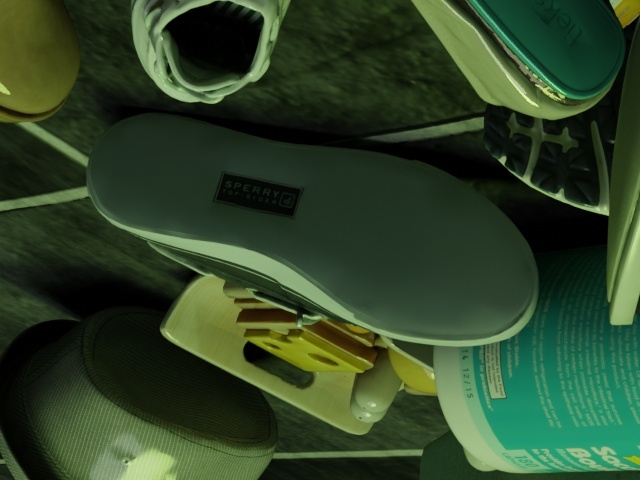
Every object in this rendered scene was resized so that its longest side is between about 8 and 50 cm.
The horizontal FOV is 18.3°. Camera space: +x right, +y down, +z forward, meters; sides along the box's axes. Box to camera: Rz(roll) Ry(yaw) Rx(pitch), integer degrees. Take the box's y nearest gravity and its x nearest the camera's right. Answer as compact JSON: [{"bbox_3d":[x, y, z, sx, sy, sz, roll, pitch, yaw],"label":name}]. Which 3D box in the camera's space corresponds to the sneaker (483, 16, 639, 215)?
[{"bbox_3d":[0.224,-0.038,1.025,0.283,0.110,0.122,7,160,22],"label":"sneaker"}]

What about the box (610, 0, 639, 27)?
[{"bbox_3d":[0.096,-0.143,0.966,0.136,0.028,0.081,22,157,-9],"label":"box"}]

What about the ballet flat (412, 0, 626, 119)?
[{"bbox_3d":[0.043,-0.151,0.881,0.086,0.086,0.248,-8,128,46],"label":"ballet flat"}]

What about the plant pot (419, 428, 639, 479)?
[{"bbox_3d":[0.239,0.235,1.501,0.247,0.248,0.252,24,136,-18],"label":"plant pot"}]

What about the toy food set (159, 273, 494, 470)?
[{"bbox_3d":[0.041,0.103,1.473,0.220,0.092,0.306,30,162,-30],"label":"toy food set"}]

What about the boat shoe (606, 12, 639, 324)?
[{"bbox_3d":[0.194,-0.086,0.842,0.113,0.127,0.340,6,130,1],"label":"boat shoe"}]

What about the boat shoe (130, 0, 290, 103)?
[{"bbox_3d":[-0.066,-0.115,1.078,0.083,0.075,0.226,19,158,-6],"label":"boat shoe"}]

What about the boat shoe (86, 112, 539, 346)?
[{"bbox_3d":[-0.002,0.004,1.276,0.306,0.113,0.105,12,164,18],"label":"boat shoe"}]

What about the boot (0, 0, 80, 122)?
[{"bbox_3d":[-0.116,-0.155,0.968,0.269,0.089,0.236,-3,140,38],"label":"boot"}]

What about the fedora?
[{"bbox_3d":[-0.133,0.150,1.633,0.275,0.243,0.124,34,124,-20],"label":"fedora"}]

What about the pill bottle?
[{"bbox_3d":[0.209,0.071,1.242,0.146,0.146,0.264,33,153,-35],"label":"pill bottle"}]
